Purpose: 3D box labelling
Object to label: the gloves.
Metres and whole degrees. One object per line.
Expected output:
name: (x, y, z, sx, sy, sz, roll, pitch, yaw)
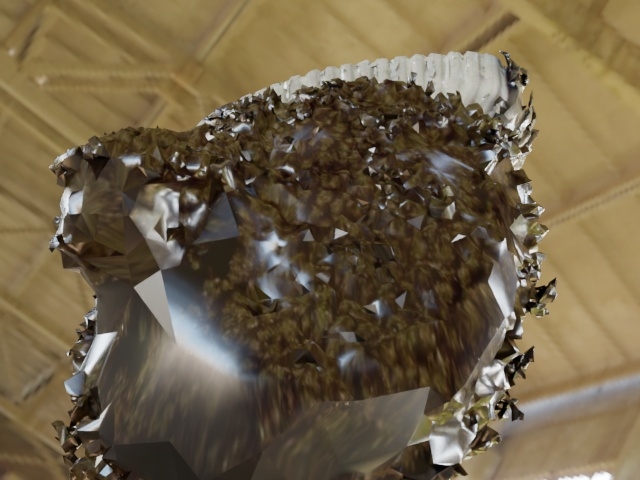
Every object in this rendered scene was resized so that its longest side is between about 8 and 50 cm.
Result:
gloves: (-0.004, 0.005, 0.582, 0.210, 0.312, 0.135, 11, -58, -3)
